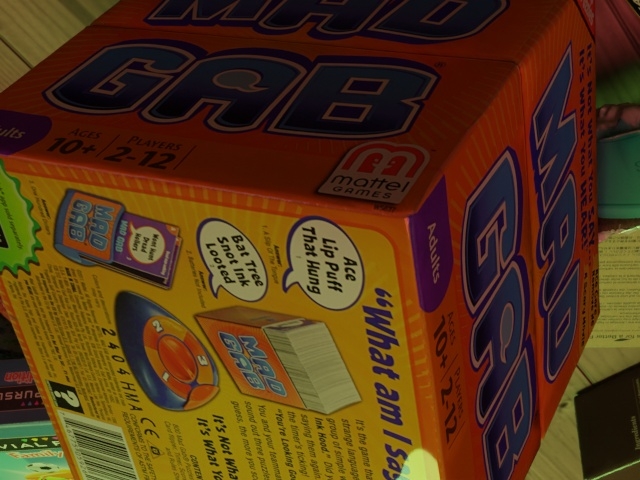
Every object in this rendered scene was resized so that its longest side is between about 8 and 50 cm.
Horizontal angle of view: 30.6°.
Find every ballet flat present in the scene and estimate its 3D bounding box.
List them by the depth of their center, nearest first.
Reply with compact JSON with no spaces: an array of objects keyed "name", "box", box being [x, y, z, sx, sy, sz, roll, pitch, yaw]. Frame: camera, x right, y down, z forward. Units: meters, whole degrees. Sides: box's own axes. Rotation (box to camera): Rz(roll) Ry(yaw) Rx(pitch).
[{"name":"ballet flat","box":[0.229,-0.058,1.101,0.409,0.147,0.147,-1,138,33]}]

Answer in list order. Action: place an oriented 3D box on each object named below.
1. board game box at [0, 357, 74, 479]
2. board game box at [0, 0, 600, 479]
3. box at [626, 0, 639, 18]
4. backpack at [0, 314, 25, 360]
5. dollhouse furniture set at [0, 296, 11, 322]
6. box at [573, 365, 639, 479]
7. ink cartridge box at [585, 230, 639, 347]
[{"name":"board game box","box":[-0.262,0.230,1.343,0.253,0.079,0.336,-6,152,8]},{"name":"board game box","box":[0.000,0.000,0.933,0.356,0.356,0.357,10,130,27]},{"name":"box","box":[0.296,-0.326,0.788,0.322,0.079,0.257,-47,119,5]},{"name":"backpack","box":[-0.386,0.137,1.381,0.114,0.105,0.084,7,113,-8]},{"name":"dollhouse furniture set","box":[-0.189,0.069,1.295,0.201,0.152,0.374,-6,151,10]},{"name":"box","box":[0.507,0.200,1.347,0.381,0.143,0.191,-33,124,29]},{"name":"ink cartridge box","box":[0.366,0.020,1.213,0.234,0.088,0.193,-1,136,5]}]
